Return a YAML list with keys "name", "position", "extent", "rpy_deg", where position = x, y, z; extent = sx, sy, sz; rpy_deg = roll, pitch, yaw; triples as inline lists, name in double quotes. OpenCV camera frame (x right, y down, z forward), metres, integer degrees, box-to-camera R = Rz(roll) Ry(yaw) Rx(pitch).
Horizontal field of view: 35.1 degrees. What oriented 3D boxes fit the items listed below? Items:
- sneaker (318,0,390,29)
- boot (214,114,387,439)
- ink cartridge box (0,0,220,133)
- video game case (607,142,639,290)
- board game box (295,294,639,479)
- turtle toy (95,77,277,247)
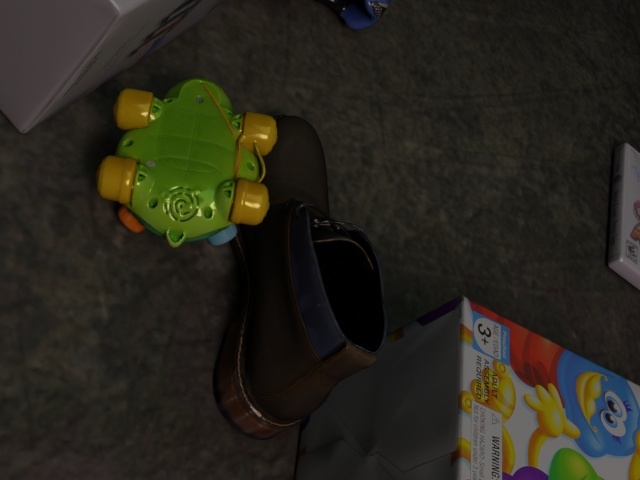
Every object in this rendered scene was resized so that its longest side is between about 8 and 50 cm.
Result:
- name: "sneaker"
  position: [-0.027, -0.222, 0.719]
  extent: [0.221, 0.083, 0.087]
  rpy_deg: [18, 64, -27]
- name: "boot"
  position: [0.000, 0.000, 0.595]
  extent: [0.082, 0.106, 0.219]
  rpy_deg: [21, 55, -30]
- name: "ink cartridge box"
  position: [-0.127, -0.174, 0.573]
  extent: [0.128, 0.127, 0.176]
  rpy_deg: [49, 45, -6]
- name: "video game case"
  position: [0.322, 0.005, 0.919]
  extent: [0.157, 0.019, 0.143]
  rpy_deg: [33, 49, -21]
- name: "board game box"
  position: [0.135, 0.166, 0.589]
  extent: [0.275, 0.144, 0.142]
  rpy_deg: [27, 51, -26]
- name: "turtle toy"
  position: [-0.076, -0.048, 0.587]
  extent: [0.095, 0.066, 0.130]
  rpy_deg: [11, 55, -8]
